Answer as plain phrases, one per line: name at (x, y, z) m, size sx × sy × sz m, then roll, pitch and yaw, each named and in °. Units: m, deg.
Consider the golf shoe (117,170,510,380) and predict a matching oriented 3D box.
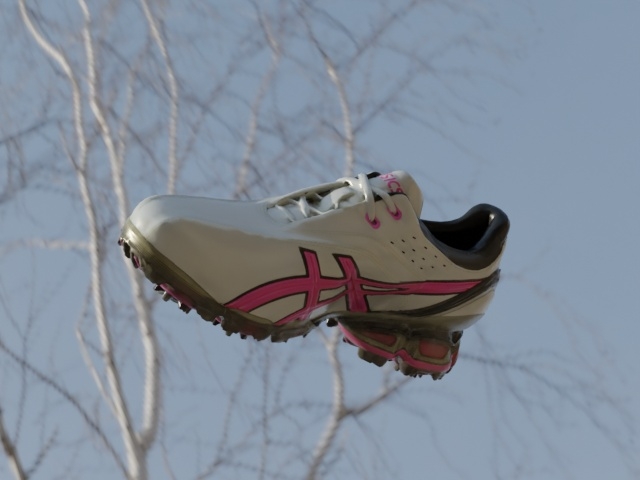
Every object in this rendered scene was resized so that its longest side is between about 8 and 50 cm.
golf shoe at (0.000, 0.000, 0.735) m, size 0.186 × 0.067 × 0.086 m, roll 13°, pitch -68°, yaw -41°
